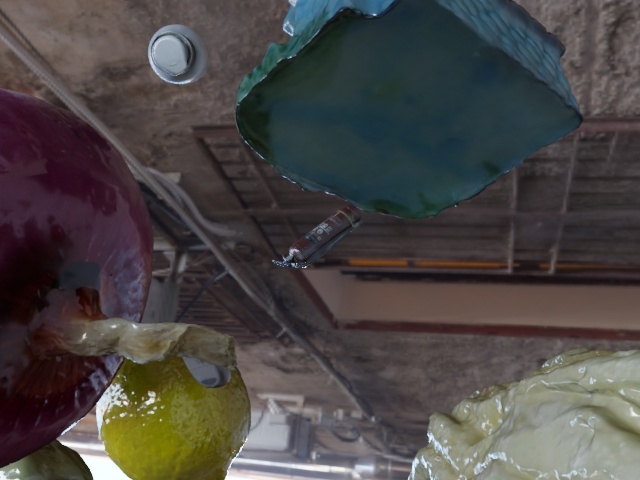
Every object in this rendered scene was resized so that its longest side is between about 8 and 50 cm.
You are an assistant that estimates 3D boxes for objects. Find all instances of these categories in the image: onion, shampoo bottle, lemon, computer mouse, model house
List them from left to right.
[{"bbox_3d":[-0.298,0.035,0.593,0.358,0.345,0.358,5,-98,-43],"label":"onion"},{"bbox_3d":[-0.251,0.280,1.143,0.310,0.253,0.253,56,-176,23],"label":"lemon"},{"bbox_3d":[-0.180,-0.233,0.836,0.192,0.074,0.074,-108,14,-76],"label":"shampoo bottle"},{"bbox_3d":[-0.170,0.178,1.009,0.096,0.066,0.039,62,-144,-12],"label":"computer mouse"},{"bbox_3d":[0.066,-0.192,0.643,0.261,0.226,0.241,23,-129,-34],"label":"model house"}]

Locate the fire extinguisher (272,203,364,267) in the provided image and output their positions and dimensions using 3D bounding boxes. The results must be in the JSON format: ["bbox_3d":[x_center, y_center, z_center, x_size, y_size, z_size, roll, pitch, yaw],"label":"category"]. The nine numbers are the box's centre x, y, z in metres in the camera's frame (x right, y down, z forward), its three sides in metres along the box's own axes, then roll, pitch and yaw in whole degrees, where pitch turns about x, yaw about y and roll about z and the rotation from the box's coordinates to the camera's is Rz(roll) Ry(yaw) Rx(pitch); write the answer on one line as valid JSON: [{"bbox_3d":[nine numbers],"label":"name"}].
[{"bbox_3d":[0.000,0.000,1.089,0.158,0.064,0.043,-38,-47,-21],"label":"fire extinguisher"}]

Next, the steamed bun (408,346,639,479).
[{"bbox_3d":[0.186,0.228,0.467,0.189,0.247,0.428,-51,-3,-19],"label":"steamed bun"}]

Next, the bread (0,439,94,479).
[{"bbox_3d":[-0.303,0.401,0.727,0.300,0.341,0.210,-59,-27,-16],"label":"bread"}]
